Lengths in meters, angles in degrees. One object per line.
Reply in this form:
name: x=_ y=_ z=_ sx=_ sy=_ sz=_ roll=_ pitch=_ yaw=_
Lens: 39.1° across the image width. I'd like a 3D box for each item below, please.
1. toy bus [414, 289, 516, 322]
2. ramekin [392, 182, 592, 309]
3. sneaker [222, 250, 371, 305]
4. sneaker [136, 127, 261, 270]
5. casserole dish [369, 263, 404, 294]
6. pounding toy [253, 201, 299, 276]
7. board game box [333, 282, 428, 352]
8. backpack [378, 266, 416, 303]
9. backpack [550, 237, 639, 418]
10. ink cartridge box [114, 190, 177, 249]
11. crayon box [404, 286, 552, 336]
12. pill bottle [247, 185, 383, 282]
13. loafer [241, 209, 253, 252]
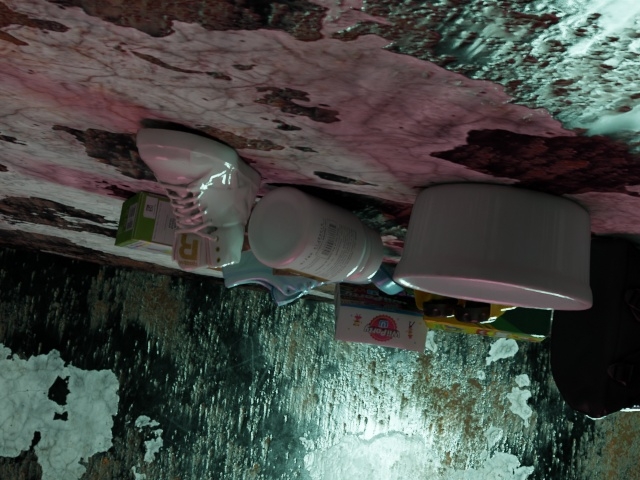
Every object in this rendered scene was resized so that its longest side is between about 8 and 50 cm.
toy bus: x=0.301 y=0.061 z=1.631 sx=0.211 sy=0.150 sz=0.220 roll=-5 pitch=-177 yaw=-32
ramekin: x=0.249 y=0.011 z=1.274 sx=0.277 sy=0.135 sz=0.277 roll=9 pitch=173 yaw=1
sneaker: x=-0.050 y=0.085 z=2.080 sx=0.365 sy=0.150 sz=0.135 roll=9 pitch=173 yaw=-3
sneaker: x=-0.170 y=-0.043 z=1.244 sx=0.108 sy=0.169 sz=0.292 roll=8 pitch=171 yaw=22
casserole dish: x=0.124 y=0.071 z=1.971 sx=0.114 sy=0.037 sz=0.188 roll=47 pitch=-176 yaw=19
pounding toy: x=-0.040 y=0.000 z=1.611 sx=0.141 sy=0.130 sz=0.100 roll=5 pitch=176 yaw=-42
board game box: x=0.149 y=0.171 z=2.286 sx=0.224 sy=0.098 sz=0.303 roll=8 pitch=-163 yaw=-3
backpack: x=0.208 y=0.107 z=2.183 sx=0.114 sy=0.084 sz=0.105 roll=14 pitch=176 yaw=-3
backpack: x=0.547 y=0.147 z=1.522 sx=0.355 sy=0.290 sz=0.273 roll=5 pitch=-177 yaw=-25
ink cartridge box: x=-0.262 y=-0.016 z=1.800 sx=0.255 sy=0.097 sz=0.189 roll=13 pitch=171 yaw=-21
crayon box: x=0.343 y=0.163 z=2.005 sx=0.318 sy=0.081 sz=0.202 roll=7 pitch=172 yaw=11
pill bottle: x=0.000 y=0.000 z=1.484 sx=0.131 sy=0.131 sz=0.229 roll=3 pitch=170 yaw=39
loafer: x=-0.153 y=-0.017 z=1.693 sx=0.251 sy=0.088 sz=0.094 roll=12 pitch=172 yaw=-20
